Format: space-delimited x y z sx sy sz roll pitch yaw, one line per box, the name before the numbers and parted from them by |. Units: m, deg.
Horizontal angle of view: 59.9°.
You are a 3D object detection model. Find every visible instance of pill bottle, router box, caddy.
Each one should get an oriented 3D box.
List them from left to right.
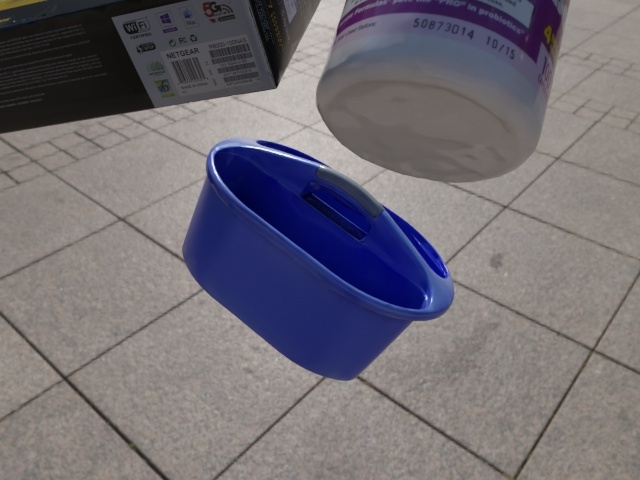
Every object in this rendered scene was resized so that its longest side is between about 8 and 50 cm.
router box | -0.161 -0.196 0.479 0.309 0.081 0.242 -5 40 17
caddy | 0.000 0.000 0.685 0.341 0.179 0.241 37 29 11
pill bottle | 0.115 -0.213 0.442 0.169 0.169 0.301 13 75 17
